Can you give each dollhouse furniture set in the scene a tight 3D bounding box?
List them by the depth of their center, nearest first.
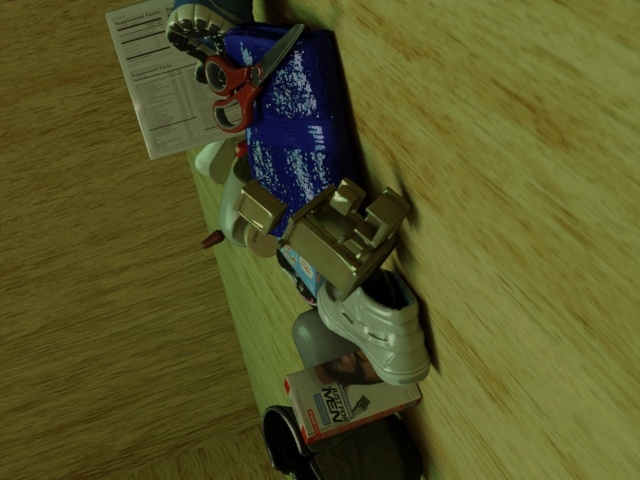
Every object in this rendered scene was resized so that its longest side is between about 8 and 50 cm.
[{"bbox_3d":[0.014,-0.053,1.383,0.182,0.101,0.161,40,138,10],"label":"dollhouse furniture set"}]

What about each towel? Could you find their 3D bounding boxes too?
[{"bbox_3d":[-0.038,-0.132,1.526,0.227,0.076,0.308,23,130,57],"label":"towel"}]

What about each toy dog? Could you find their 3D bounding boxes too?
[{"bbox_3d":[-0.190,-0.112,2.284,0.220,0.161,0.334,149,102,-79],"label":"toy dog"}]

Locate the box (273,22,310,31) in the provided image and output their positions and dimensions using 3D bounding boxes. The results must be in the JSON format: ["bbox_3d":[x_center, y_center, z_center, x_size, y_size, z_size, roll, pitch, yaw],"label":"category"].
[{"bbox_3d":[-0.032,-0.240,1.594,0.162,0.029,0.116,-136,30,-71],"label":"box"}]

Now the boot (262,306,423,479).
[{"bbox_3d":[0.000,0.239,1.695,0.118,0.222,0.338,-51,57,32],"label":"boot"}]

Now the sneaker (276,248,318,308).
[{"bbox_3d":[-0.024,0.065,1.989,0.178,0.072,0.077,-111,-2,-45],"label":"sneaker"}]

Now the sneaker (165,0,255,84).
[{"bbox_3d":[-0.133,-0.321,1.713,0.330,0.129,0.147,58,-142,-76],"label":"sneaker"}]

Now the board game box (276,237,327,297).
[{"bbox_3d":[-0.022,-0.045,1.718,0.160,0.039,0.212,-129,35,-51],"label":"board game box"}]

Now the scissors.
[{"bbox_3d":[-0.076,-0.200,1.459,0.297,0.021,0.109,-3,103,60],"label":"scissors"}]

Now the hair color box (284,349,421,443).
[{"bbox_3d":[0.043,0.207,1.587,0.053,0.167,0.093,103,147,-69],"label":"hair color box"}]

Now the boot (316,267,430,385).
[{"bbox_3d":[0.066,0.076,1.505,0.258,0.095,0.123,41,143,55],"label":"boot"}]

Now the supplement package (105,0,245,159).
[{"bbox_3d":[-0.243,-0.308,2.054,0.199,0.198,0.263,-112,6,-76],"label":"supplement package"}]

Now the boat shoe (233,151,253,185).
[{"bbox_3d":[-0.070,-0.078,1.976,0.073,0.080,0.223,41,-178,-46],"label":"boat shoe"}]
